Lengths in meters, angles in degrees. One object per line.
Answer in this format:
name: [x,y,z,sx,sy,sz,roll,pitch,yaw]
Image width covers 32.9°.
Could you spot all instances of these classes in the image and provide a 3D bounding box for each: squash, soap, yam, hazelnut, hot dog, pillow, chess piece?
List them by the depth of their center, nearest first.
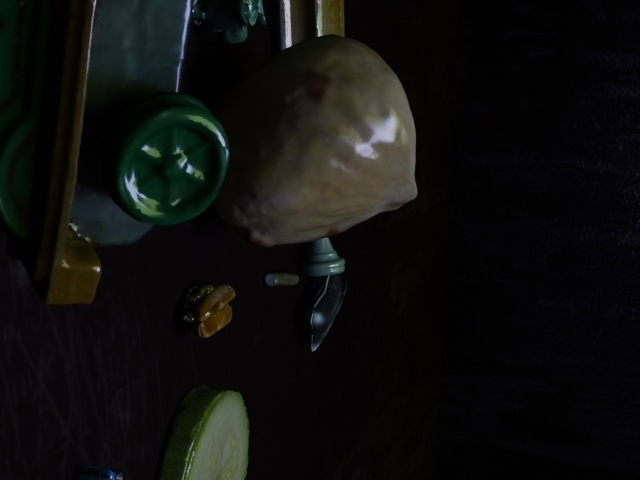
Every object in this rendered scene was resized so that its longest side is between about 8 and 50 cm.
hazelnut: [0.000,-0.107,1.241,0.261,0.241,0.261,-49,171,-10]
hot dog: [-0.131,0.078,1.247,0.133,0.041,0.056,-33,134,-78]
squash: [-0.135,0.283,1.275,0.219,0.041,0.219,5,90,-74]
soap: [-0.015,-0.364,1.464,0.140,0.073,0.232,-60,149,-66]
yam: [-0.053,0.055,1.542,0.116,0.021,0.021,5,90,-73]
chess piece: [0.000,0.000,1.650,0.067,0.067,0.103,-27,112,-72]
pillow: [0.002,0.099,1.700,0.091,0.055,0.135,-51,-169,47]

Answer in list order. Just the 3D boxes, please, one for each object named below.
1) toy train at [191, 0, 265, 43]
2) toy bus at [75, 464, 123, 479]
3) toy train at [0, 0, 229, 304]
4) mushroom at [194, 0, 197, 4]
toy train: [-0.101,-0.317,1.156,0.132,0.083,0.200,-71,160,-51]
toy bus: [-0.204,0.246,1.021,0.083,0.038,0.046,74,29,-51]
toy train: [-0.182,-0.148,0.646,0.178,0.249,0.429,45,-51,50]
mushroom: [-0.141,-0.260,1.050,0.083,0.068,0.083,3,90,-82]
